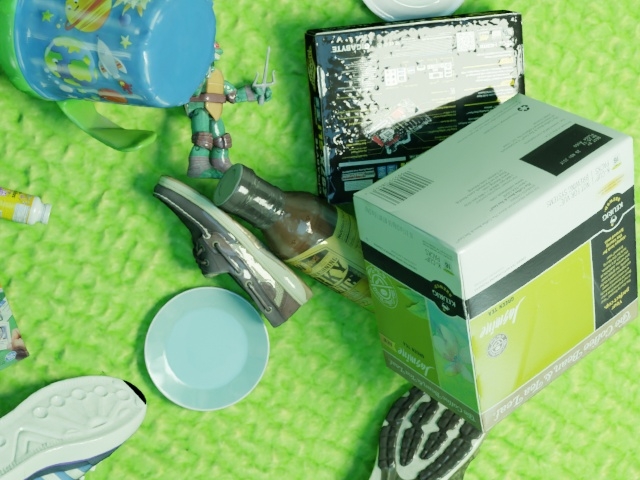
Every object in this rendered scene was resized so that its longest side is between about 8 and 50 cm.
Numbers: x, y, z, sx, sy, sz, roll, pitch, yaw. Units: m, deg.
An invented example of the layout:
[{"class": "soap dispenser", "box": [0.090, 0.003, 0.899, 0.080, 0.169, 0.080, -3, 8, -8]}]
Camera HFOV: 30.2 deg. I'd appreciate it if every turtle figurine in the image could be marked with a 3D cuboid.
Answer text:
[{"class": "turtle figurine", "box": [-0.149, -0.207, 1.716, 0.175, 0.118, 0.234, -6, 100, -52]}]

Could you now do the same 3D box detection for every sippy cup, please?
[{"class": "sippy cup", "box": [-0.267, -0.277, 1.564, 0.224, 0.305, 0.240, 17, 73, 25]}]

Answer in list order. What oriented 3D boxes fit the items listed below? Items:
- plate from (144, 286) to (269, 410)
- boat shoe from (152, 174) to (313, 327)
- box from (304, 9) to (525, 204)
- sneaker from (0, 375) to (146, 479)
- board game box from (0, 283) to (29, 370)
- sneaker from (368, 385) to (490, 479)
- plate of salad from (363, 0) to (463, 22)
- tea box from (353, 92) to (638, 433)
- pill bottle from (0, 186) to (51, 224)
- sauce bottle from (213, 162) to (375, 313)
[{"class": "plate", "box": [-0.171, 0.162, 1.785, 0.188, 0.024, 0.188, -1, 95, -10]}, {"class": "boat shoe", "box": [-0.140, 0.018, 1.737, 0.285, 0.103, 0.092, 40, 84, -12]}, {"class": "box", "box": [0.147, -0.201, 1.774, 0.321, 0.079, 0.257, -8, 106, -10]}, {"class": "sneaker", "box": [-0.409, 0.344, 1.720, 0.322, 0.130, 0.236, -24, 145, -40]}, {"class": "board game box", "box": [-0.564, 0.122, 1.600, 0.317, 0.046, 0.214, -27, 101, -46]}, {"class": "sneaker", "box": [0.158, 0.384, 1.832, 0.410, 0.158, 0.182, -57, 146, -16]}, {"class": "plate of salad", "box": [0.138, -0.420, 1.783, 0.199, 0.048, 0.200, -2, 98, -13]}, {"class": "tea box", "box": [0.254, 0.026, 1.659, 0.329, 0.220, 0.324, -31, 128, -25]}, {"class": "pill bottle", "box": [-0.430, -0.047, 1.705, 0.083, 0.043, 0.043, 15, 92, -13]}, {"class": "sauce bottle", "box": [0.000, 0.000, 1.725, 0.344, 0.111, 0.111, 30, 88, -25]}]
